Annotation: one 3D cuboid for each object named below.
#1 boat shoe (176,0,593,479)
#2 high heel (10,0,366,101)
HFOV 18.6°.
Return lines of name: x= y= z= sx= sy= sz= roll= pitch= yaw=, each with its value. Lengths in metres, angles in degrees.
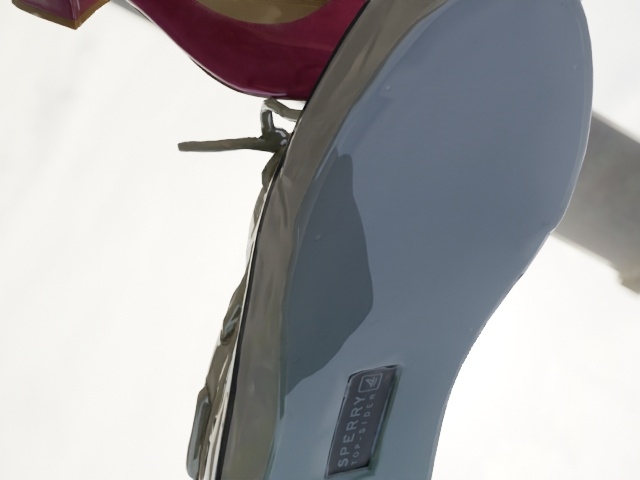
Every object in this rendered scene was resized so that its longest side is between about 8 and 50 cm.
boat shoe: x=0.008 y=0.000 z=0.886 sx=0.156 sy=0.135 sz=0.367 roll=57 pitch=-36 yaw=43
high heel: x=-0.046 y=-0.142 z=0.903 sx=0.082 sy=0.244 sz=0.117 roll=-48 pitch=148 yaw=-43
